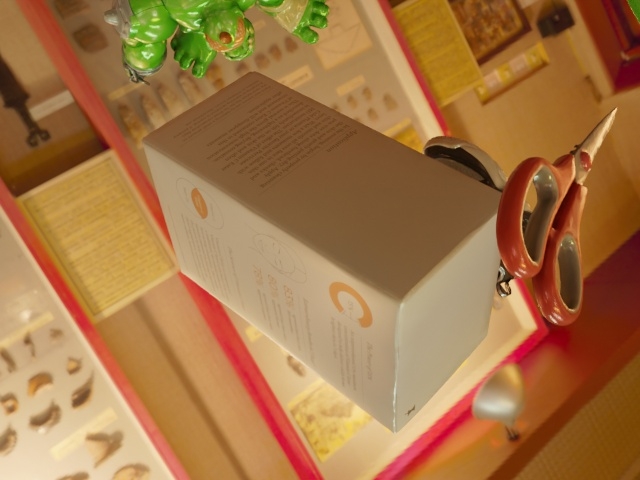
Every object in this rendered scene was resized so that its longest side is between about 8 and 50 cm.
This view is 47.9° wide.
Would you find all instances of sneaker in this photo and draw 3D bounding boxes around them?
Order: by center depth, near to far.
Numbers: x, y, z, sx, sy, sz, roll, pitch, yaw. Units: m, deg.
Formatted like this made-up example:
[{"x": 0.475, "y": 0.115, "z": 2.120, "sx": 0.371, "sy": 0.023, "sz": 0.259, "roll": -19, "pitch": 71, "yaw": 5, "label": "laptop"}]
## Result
[{"x": 0.240, "y": -0.036, "z": 1.138, "sx": 0.153, "sy": 0.268, "sz": 0.101, "roll": -46, "pitch": -175, "yaw": -29, "label": "sneaker"}]

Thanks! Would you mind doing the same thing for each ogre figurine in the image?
[{"x": -0.069, "y": -0.170, "z": 0.505, "sx": 0.196, "sy": 0.097, "sz": 0.118, "roll": -2, "pitch": -177, "yaw": 11, "label": "ogre figurine"}]

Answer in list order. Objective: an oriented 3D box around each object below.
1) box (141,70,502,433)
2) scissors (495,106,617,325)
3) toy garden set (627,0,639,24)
[{"x": 0.000, "y": 0.000, "z": 0.768, "sx": 0.345, "sy": 0.215, "sz": 0.168, "roll": 33, "pitch": -124, "yaw": 30, "label": "box"}, {"x": 0.192, "y": -0.061, "z": 0.549, "sx": 0.021, "sy": 0.109, "sz": 0.297, "roll": -14, "pitch": -148, "yaw": 41, "label": "scissors"}, {"x": 0.332, "y": -0.208, "z": 0.633, "sx": 0.049, "sy": 0.204, "sz": 0.244, "roll": -22, "pitch": -147, "yaw": 38, "label": "toy garden set"}]
